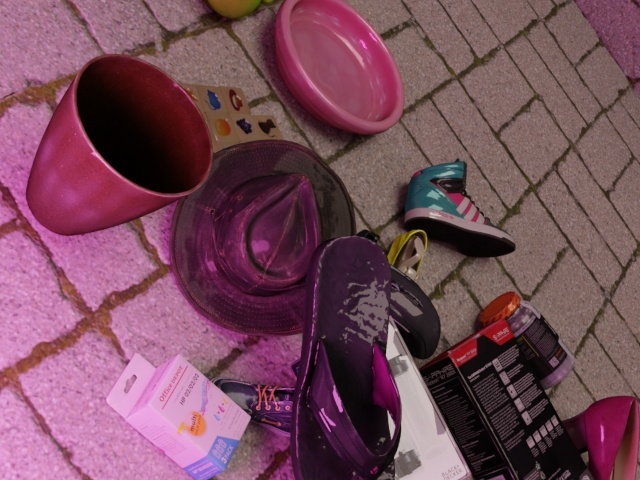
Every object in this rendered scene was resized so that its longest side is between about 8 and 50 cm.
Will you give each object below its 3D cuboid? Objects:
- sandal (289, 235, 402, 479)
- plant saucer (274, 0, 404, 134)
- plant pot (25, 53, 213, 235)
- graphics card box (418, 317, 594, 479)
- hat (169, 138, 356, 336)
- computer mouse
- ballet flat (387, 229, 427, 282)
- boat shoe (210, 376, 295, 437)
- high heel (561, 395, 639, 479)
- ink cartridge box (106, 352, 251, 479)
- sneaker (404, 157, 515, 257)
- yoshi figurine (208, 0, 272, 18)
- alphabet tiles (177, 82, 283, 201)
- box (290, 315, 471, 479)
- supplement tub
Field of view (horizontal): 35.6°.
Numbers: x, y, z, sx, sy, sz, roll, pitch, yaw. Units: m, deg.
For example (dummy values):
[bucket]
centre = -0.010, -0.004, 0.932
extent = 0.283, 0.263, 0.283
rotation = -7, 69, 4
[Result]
[sandal]
centre = 0.046, 0.214, 1.449
extent = 0.168, 0.107, 0.445
rotation = -1, 87, -27
[plant saucer]
centre = 0.028, -0.351, 2.022
extent = 0.332, 0.084, 0.332
rotation = 27, 47, -33
[plant pot]
centre = -0.303, -0.104, 1.373
extent = 0.215, 0.230, 0.215
rotation = 27, 47, -33
[graphics card box]
centre = 0.352, 0.352, 1.865
extent = 0.233, 0.094, 0.370
rotation = -21, 79, -52
[hat]
centre = -0.071, -0.021, 1.537
extent = 0.332, 0.134, 0.331
rotation = 5, 74, -16
[computer mouse]
centre = 0.120, 0.118, 1.741
extent = 0.262, 0.060, 0.184
rotation = 56, 48, -11
[ballet flat]
centre = 0.154, 0.057, 1.872
extent = 0.077, 0.077, 0.231
rotation = 44, 40, -17
[boat shoe]
centre = -0.080, 0.237, 1.490
extent = 0.183, 0.083, 0.065
rotation = 27, 47, -32
[high heel]
centre = 0.603, 0.499, 1.957
extent = 0.127, 0.181, 0.377
rotation = -5, 68, -48
[ink cartridge box]
centre = -0.195, 0.235, 1.386
extent = 0.181, 0.062, 0.104
rotation = 44, 40, -15
[sneaker]
centre = 0.290, -0.077, 2.087
extent = 0.296, 0.124, 0.178
rotation = 20, 61, -36
[yoshi figurine]
centre = -0.158, -0.555, 1.940
extent = 0.362, 0.204, 0.203
rotation = -92, 175, -52
[alphabet tiles]
centre = -0.173, -0.146, 1.722
extent = 0.343, 0.011, 0.285
rotation = -5, 68, -48
[box]
centre = 0.096, 0.285, 1.600
extent = 0.169, 0.087, 0.289
rotation = -23, 81, -29
[supplement tub]
centre = 0.415, 0.202, 2.019
extent = 0.190, 0.117, 0.117
rotation = 50, 38, -10
